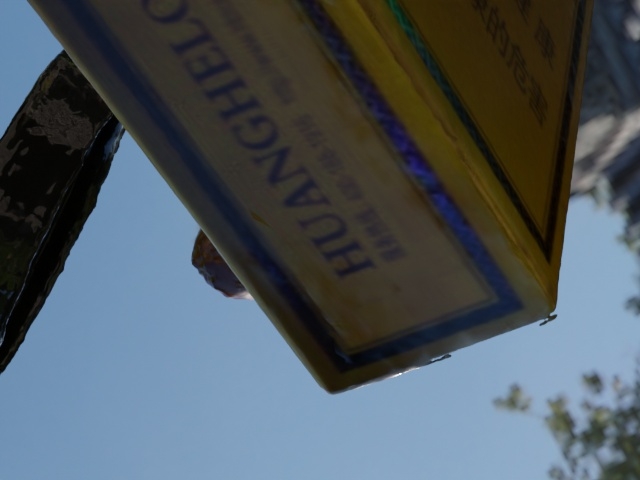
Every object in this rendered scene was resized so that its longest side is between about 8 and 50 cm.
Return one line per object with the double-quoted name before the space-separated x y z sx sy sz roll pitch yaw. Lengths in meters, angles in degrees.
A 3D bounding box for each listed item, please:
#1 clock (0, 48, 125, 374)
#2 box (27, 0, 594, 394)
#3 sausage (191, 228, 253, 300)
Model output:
"clock" -0.148 -0.010 0.885 0.040 0.184 0.184 25 -146 -2
"box" 0.013 -0.125 0.556 0.193 0.084 0.301 55 -150 -27
"sausage" 0.000 0.000 1.211 0.197 0.076 0.076 -9 -113 -30
